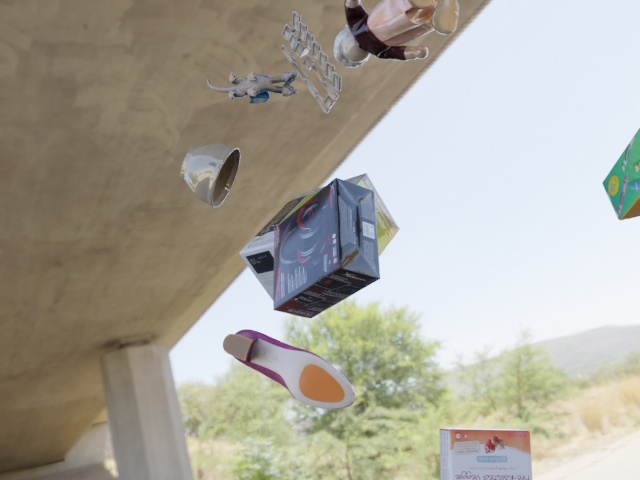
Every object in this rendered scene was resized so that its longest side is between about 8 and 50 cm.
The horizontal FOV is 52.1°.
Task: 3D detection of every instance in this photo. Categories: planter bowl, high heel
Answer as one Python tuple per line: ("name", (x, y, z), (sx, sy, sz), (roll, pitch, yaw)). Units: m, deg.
("planter bowl", (-0.287, -0.177, 1.665), (0.109, 0.162, 0.162), (21, -19, 6))
("high heel", (-0.049, 0.220, 1.125), (0.244, 0.082, 0.117), (17, -6, 11))

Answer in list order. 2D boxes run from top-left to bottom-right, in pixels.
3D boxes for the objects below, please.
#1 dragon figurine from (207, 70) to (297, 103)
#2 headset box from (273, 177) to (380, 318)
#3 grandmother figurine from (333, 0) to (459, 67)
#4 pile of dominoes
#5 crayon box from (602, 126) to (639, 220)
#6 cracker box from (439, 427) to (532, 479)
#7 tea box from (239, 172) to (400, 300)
("dragon figurine", (-0.206, -0.469, 2.011), (0.289, 0.085, 0.144), (-1, 4, 34))
("headset box", (-0.003, 0.031, 1.456), (0.110, 0.218, 0.293), (17, -32, -30))
("grandmother figurine", (0.126, -0.436, 1.348), (0.104, 0.208, 0.342), (-48, 17, -20))
("pile of dominoes", (-0.015, -0.497, 1.812), (0.040, 0.251, 0.196), (-34, -1, -20))
("crayon box", (0.569, -0.140, 1.006), (0.165, 0.081, 0.278), (-13, -24, -2))
("cracker box", (0.302, 0.462, 1.191), (0.155, 0.232, 0.067), (3, -14, -8))
("tea box", (0.000, 0.000, 1.954), (0.329, 0.220, 0.323), (-13, 28, 46))
